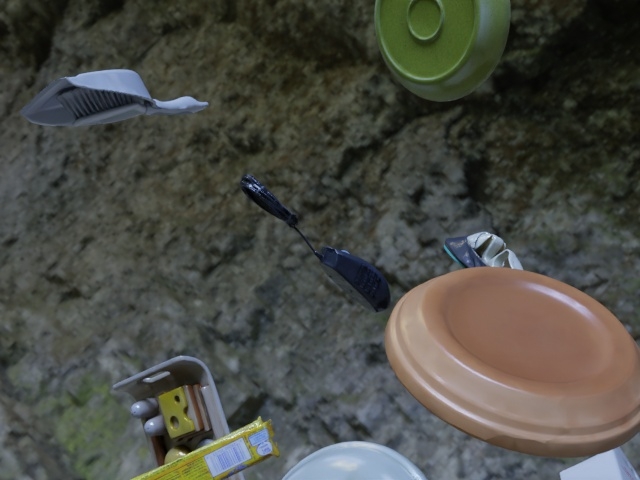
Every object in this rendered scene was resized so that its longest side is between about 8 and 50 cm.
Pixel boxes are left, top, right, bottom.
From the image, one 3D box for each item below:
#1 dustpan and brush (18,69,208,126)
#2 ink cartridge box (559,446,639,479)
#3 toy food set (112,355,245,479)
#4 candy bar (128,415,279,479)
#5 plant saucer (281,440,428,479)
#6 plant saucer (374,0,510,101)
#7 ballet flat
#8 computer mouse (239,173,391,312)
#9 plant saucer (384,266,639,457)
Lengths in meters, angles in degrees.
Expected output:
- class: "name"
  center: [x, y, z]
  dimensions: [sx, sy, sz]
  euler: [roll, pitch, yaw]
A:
- class: "dustpan and brush"
  center: [-0.227, -0.162, 1.050]
  dimensions: [0.147, 0.211, 0.060]
  euler: [-16, -86, 53]
- class: "ink cartridge box"
  center: [0.279, 0.270, 0.825]
  dimensions: [0.104, 0.061, 0.181]
  euler: [56, 18, -9]
- class: "toy food set"
  center: [-0.260, 0.375, 1.571]
  dimensions: [0.092, 0.219, 0.306]
  euler: [-7, 74, -50]
- class: "candy bar"
  center: [-0.109, 0.196, 0.742]
  dimensions: [0.018, 0.161, 0.040]
  euler: [101, -37, -76]
- class: "plant saucer"
  center: [0.016, 0.514, 1.427]
  dimensions: [0.100, 0.400, 0.400]
  euler: [33, 2, -46]
- class: "plant saucer"
  center: [0.158, -0.317, 1.261]
  dimensions: [0.241, 0.037, 0.241]
  euler: [16, -67, 43]
- class: "ballet flat"
  center: [0.231, 0.034, 1.200]
  dimensions: [0.074, 0.074, 0.203]
  euler: [49, 8, -29]
- class: "computer mouse"
  center: [0.000, 0.000, 1.071]
  dimensions: [0.242, 0.041, 0.071]
  euler: [44, -11, -17]
- class: "plant saucer"
  center: [0.148, 0.076, 0.657]
  dimensions: [0.200, 0.200, 0.037]
  euler: [37, -50, 39]
